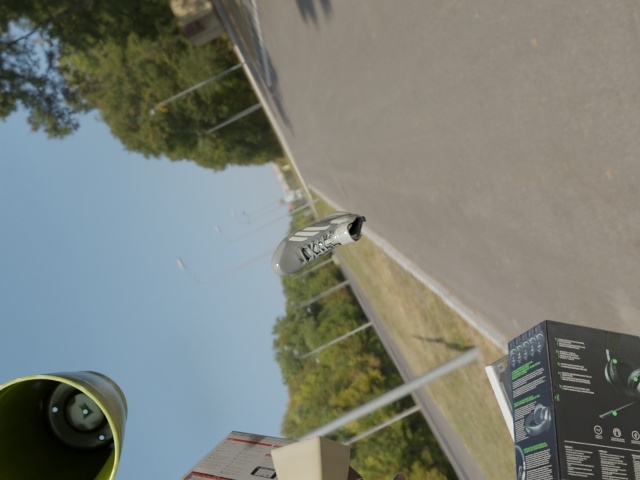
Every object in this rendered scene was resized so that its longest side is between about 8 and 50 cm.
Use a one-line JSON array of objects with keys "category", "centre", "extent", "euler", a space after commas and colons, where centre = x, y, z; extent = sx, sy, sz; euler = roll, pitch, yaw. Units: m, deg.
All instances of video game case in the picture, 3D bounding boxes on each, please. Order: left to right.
[{"category": "video game case", "centre": [0.459, 0.348, 1.516], "extent": [0.022, 0.173, 0.190], "euler": [-28, 80, 46]}]

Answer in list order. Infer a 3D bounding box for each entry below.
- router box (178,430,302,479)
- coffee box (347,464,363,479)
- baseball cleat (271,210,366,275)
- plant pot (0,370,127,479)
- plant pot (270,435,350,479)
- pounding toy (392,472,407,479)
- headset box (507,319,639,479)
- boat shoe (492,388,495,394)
[{"category": "router box", "centre": [-0.228, 0.741, 2.145], "extent": [0.301, 0.336, 0.082], "euler": [-32, -64, -55]}, {"category": "coffee box", "centre": [0.013, 0.589, 1.425], "extent": [0.141, 0.098, 0.246], "euler": [25, 119, 55]}, {"category": "baseball cleat", "centre": [0.000, 0.000, 1.285], "extent": [0.109, 0.206, 0.072], "euler": [2, 125, 56]}, {"category": "plant pot", "centre": [-0.662, 0.493, 1.753], "extent": [0.366, 0.367, 0.353], "euler": [64, 180, -2]}, {"category": "plant pot", "centre": [-0.013, 0.422, 1.207], "extent": [0.109, 0.109, 0.096], "euler": [36, -143, -46]}, {"category": "pounding toy", "centre": [0.196, 0.685, 1.521], "extent": [0.154, 0.155, 0.269], "euler": [-28, -76, -59]}, {"category": "headset box", "centre": [0.453, 0.280, 1.105], "extent": [0.131, 0.247, 0.282], "euler": [121, 156, -59]}, {"category": "boat shoe", "centre": [0.531, 0.390, 1.934], "extent": [0.183, 0.083, 0.065], "euler": [-78, -22, -68]}]
